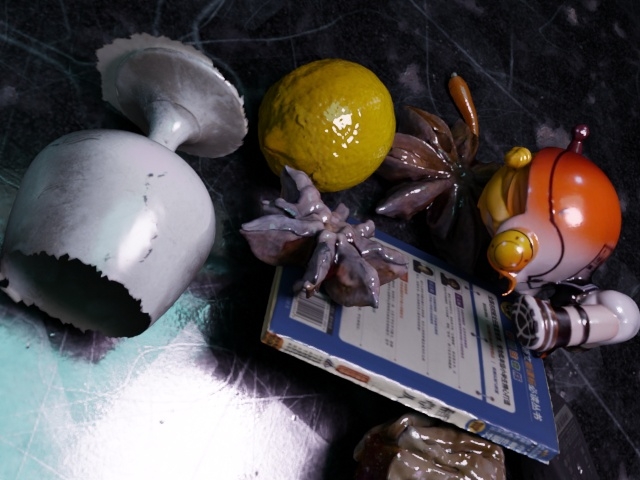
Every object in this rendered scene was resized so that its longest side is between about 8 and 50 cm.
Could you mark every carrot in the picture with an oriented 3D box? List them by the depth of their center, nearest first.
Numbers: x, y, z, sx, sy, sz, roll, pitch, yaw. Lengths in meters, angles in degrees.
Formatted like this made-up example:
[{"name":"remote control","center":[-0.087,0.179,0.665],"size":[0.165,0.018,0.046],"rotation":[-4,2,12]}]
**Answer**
[{"name":"carrot","center":[0.269,-0.247,1.322],"size":[0.035,0.035,0.142],"rotation":[-18,87,-34]}]

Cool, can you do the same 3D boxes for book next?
[{"name":"book","center":[0.135,0.112,1.009],"size":[0.428,0.039,0.300],"rotation":[25,36,-11]}]

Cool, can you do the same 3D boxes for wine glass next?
[{"name":"wine glass","center":[-0.227,-0.060,0.849],"size":[0.238,0.238,0.322],"rotation":[31,51,-18]}]

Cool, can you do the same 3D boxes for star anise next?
[{"name":"star anise","center":[0.000,0.000,0.926],"size":[0.229,0.093,0.236],"rotation":[4,45,-34]},{"name":"star anise","center":[0.202,-0.082,1.180],"size":[0.315,0.108,0.315],"rotation":[10,71,-29]}]

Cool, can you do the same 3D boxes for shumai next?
[{"name":"shumai","center":[0.150,0.282,0.949],"size":[0.185,0.184,0.218],"rotation":[59,46,-35]}]

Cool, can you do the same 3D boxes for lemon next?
[{"name":"lemon","center":[0.011,-0.167,1.044],"size":[0.231,0.192,0.192],"rotation":[-27,88,-38]}]

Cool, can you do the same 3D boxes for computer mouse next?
[{"name":"computer mouse","center":[0.377,0.370,1.129],"size":[0.147,0.088,0.264],"rotation":[-14,79,-50]}]

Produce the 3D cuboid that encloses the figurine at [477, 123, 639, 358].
[{"name":"figurine","center":[0.349,0.002,1.054],"size":[0.320,0.196,0.322],"rotation":[12,63,-57]}]
